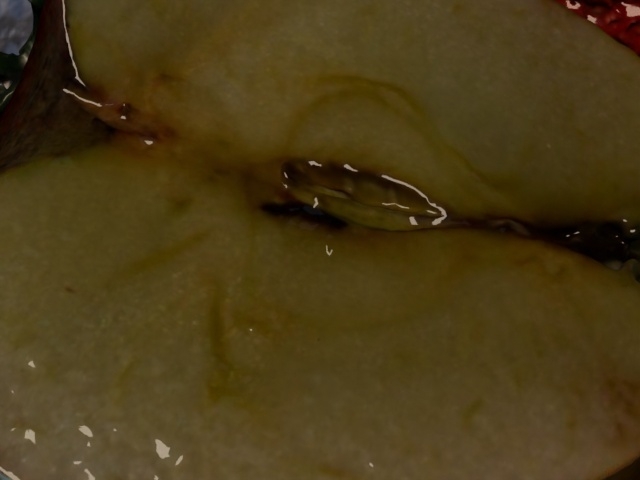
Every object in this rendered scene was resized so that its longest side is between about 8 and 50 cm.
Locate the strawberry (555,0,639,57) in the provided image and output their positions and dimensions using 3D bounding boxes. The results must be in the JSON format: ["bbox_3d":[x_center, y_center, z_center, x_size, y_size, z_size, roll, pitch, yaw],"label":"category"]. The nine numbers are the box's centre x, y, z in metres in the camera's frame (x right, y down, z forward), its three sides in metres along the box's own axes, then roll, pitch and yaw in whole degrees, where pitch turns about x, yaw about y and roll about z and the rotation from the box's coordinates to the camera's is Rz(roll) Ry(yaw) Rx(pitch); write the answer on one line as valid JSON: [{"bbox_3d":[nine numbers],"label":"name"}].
[{"bbox_3d":[0.195,-0.169,0.787,0.228,0.098,0.174,27,78,26],"label":"strawberry"}]

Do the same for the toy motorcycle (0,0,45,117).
[{"bbox_3d":[-0.156,-0.106,0.833,0.275,0.127,0.205,-48,48,3],"label":"toy motorcycle"}]

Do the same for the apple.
[{"bbox_3d":[0.000,0.000,0.662,0.365,0.295,0.329,12,101,-4],"label":"apple"}]
